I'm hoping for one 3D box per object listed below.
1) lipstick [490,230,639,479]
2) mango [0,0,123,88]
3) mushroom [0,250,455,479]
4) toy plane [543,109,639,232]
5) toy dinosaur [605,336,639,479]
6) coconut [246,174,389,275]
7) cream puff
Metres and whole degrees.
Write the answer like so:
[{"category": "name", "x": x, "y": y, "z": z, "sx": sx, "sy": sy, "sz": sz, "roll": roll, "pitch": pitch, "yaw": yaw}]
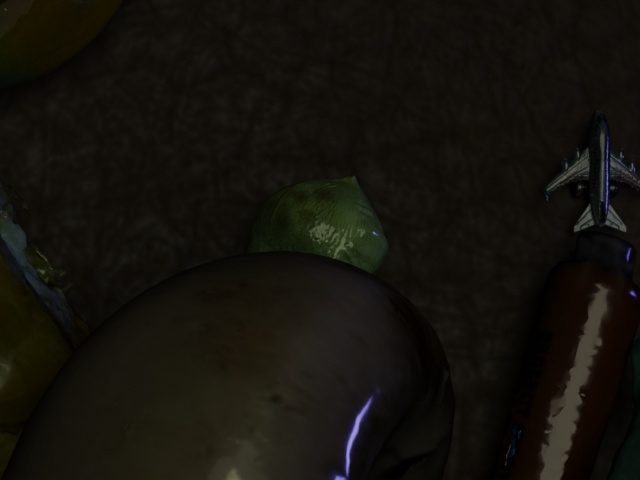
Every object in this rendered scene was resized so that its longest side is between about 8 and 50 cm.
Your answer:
[{"category": "lipstick", "x": 0.129, "y": 0.193, "z": 1.198, "sx": 0.077, "sy": 0.077, "sz": 0.418, "roll": 20, "pitch": 76, "yaw": -6}, {"category": "mango", "x": -0.181, "y": -0.209, "z": 1.191, "sx": 0.156, "sy": 0.114, "sz": 0.251, "roll": 20, "pitch": 77, "yaw": -9}, {"category": "mushroom", "x": -0.024, "y": 0.189, "z": 1.021, "sx": 0.295, "sy": 0.362, "sz": 0.362, "roll": 20, "pitch": 77, "yaw": 15}, {"category": "toy plane", "x": 0.189, "y": -0.047, "z": 1.271, "sx": 0.078, "sy": 0.031, "sz": 0.083, "roll": 0, "pitch": 81, "yaw": -10}, {"category": "toy dinosaur", "x": 0.199, "y": 0.281, "z": 1.113, "sx": 0.129, "sy": 0.331, "sz": 0.383, "roll": -7, "pitch": 102, "yaw": 25}, {"category": "coconut", "x": 0.000, "y": 0.000, "z": 1.205, "sx": 0.088, "sy": 0.088, "sz": 0.096, "roll": 24, "pitch": 83, "yaw": -5}, {"category": "cream puff", "x": -0.238, "y": 0.061, "z": 1.110, "sx": 0.195, "sy": 0.195, "sz": 0.221, "roll": -33, "pitch": 83, "yaw": -13}]
